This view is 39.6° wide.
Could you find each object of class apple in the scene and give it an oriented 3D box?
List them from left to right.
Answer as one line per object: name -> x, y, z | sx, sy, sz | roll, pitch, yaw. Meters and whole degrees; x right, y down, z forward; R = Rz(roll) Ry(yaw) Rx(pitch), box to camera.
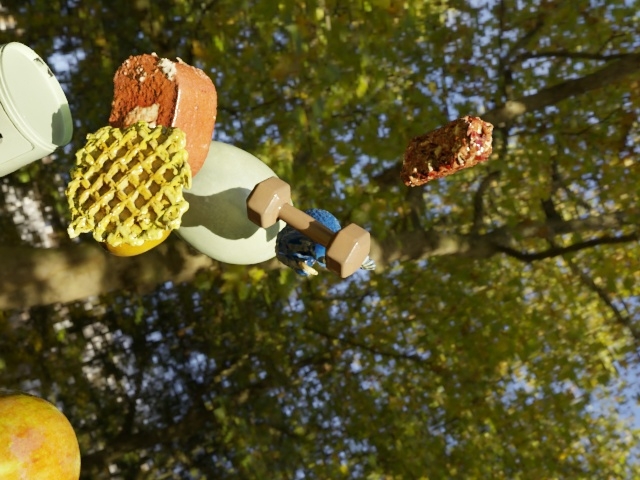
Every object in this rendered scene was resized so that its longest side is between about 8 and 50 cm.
apple -> -0.460, 0.334, 1.258 | 0.226, 0.246, 0.246 | 14, 55, -79

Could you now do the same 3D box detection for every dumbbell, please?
dumbbell -> -0.024, -0.026, 1.542 | 0.231, 0.082, 0.092 | 31, -30, 19

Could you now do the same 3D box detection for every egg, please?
egg -> -0.222, -0.088, 2.045 | 0.352, 0.258, 0.258 | 29, -37, -7

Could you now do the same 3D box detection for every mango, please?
mango -> -0.503, -0.047, 2.390 | 0.173, 0.211, 0.317 | 60, -17, -2

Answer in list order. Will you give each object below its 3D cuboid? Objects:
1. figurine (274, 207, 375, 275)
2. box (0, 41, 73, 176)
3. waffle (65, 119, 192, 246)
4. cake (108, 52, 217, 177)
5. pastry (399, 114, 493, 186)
figurine -> -0.009, -0.001, 1.767 | 0.262, 0.164, 0.120 | -161, -111, -65
box -> -0.608, -0.255, 1.727 | 0.149, 0.226, 0.226 | -22, -90, 12
waffle -> -0.351, -0.106, 1.631 | 0.052, 0.245, 0.254 | 57, 31, -67
cake -> -0.331, -0.249, 1.859 | 0.177, 0.151, 0.282 | 11, -87, 35
pastry -> 0.237, -0.170, 1.694 | 0.208, 0.115, 0.097 | -21, -106, 51
